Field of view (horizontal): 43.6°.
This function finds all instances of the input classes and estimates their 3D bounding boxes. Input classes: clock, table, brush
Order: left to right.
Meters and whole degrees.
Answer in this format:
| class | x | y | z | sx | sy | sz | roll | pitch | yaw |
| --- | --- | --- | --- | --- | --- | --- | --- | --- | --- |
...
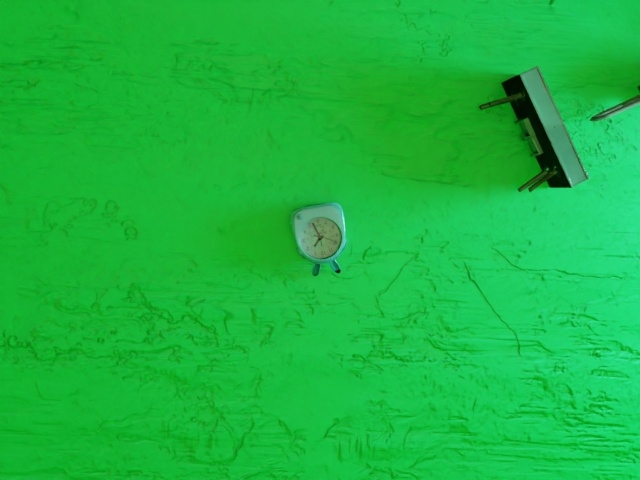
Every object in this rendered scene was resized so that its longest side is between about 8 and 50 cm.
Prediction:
| class | x | y | z | sx | sy | sz | roll | pitch | yaw |
| --- | --- | --- | --- | --- | --- | --- | --- | --- | --- |
| clock | 0.000 | 0.000 | 1.603 | 0.108 | 0.045 | 0.147 | -10 | 95 | -2 |
| table | 0.411 | -0.204 | 1.578 | 0.111 | 0.121 | 0.240 | -26 | 94 | -1 |
| brush | 0.648 | -0.285 | 1.599 | 0.233 | 0.103 | 0.047 | -26 | 99 | 0 |
